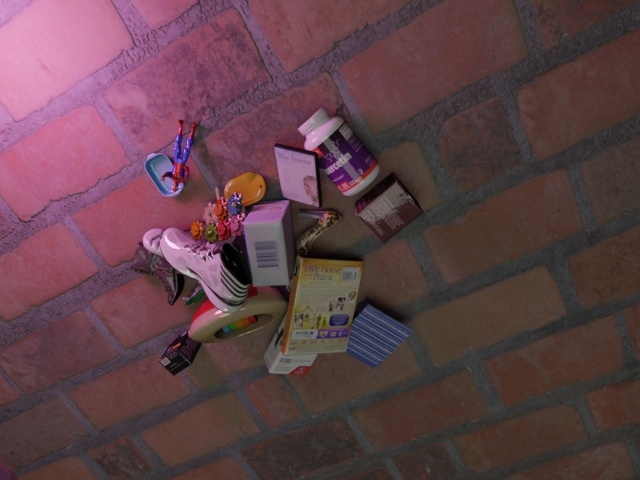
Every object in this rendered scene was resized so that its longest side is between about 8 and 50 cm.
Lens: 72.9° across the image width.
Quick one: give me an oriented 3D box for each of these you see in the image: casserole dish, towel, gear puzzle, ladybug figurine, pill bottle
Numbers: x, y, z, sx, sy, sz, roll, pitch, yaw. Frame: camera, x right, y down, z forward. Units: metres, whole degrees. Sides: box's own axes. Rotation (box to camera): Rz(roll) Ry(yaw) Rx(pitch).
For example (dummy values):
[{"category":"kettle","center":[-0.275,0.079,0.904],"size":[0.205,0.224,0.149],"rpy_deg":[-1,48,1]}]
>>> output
[{"category":"casserole dish","center":[-0.636,-0.271,1.776],"size":[0.114,0.037,0.188],"rpy_deg":[-25,109,12]},{"category":"towel","center":[0.231,0.436,1.960],"size":[0.243,0.040,0.336],"rpy_deg":[30,128,-6]},{"category":"gear puzzle","center":[-0.426,-0.078,1.737],"size":[0.338,0.044,0.176],"rpy_deg":[-14,82,37]},{"category":"ladybug figurine","center":[-0.363,0.309,1.878],"size":[0.449,0.162,0.305],"rpy_deg":[-19,153,-6]},{"category":"pill bottle","center":[0.066,-0.335,1.632],"size":[0.181,0.181,0.323],"rpy_deg":[-38,105,16]}]

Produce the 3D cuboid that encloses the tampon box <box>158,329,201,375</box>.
[{"category":"tampon box","center":[-0.652,0.523,2.024],"size":[0.120,0.161,0.101],"rpy_deg":[-35,105,14]}]

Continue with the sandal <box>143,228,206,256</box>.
[{"category":"sandal","center":[-0.553,0.078,1.852],"size":[0.416,0.169,0.102],"rpy_deg":[29,129,-4]}]

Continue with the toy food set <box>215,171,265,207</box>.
[{"category":"toy food set","center":[-0.318,-0.194,1.778],"size":[0.217,0.071,0.128],"rpy_deg":[-21,85,9]}]

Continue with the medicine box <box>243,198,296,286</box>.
[{"category":"medicine box","center":[-0.191,0.001,1.722],"size":[0.149,0.289,0.264],"rpy_deg":[-4,111,4]}]

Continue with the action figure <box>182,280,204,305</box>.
[{"category":"action figure","center":[-0.505,0.194,1.922],"size":[0.232,0.137,0.063],"rpy_deg":[-40,92,8]}]

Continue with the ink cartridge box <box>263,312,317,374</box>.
[{"category":"ink cartridge box","center":[-0.107,0.469,1.960],"size":[0.197,0.114,0.273],"rpy_deg":[15,115,-32]}]

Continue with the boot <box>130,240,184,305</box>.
[{"category":"boot","center":[-0.727,0.147,1.925],"size":[0.228,0.091,0.263],"rpy_deg":[12,102,-1]}]

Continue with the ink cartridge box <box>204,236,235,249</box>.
[{"category":"ink cartridge box","center":[-0.410,-0.013,1.835],"size":[0.090,0.092,0.143],"rpy_deg":[32,109,-8]}]

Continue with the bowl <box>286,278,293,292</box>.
[{"category":"bowl","center":[-0.061,0.200,1.921],"size":[0.142,0.053,0.142],"rpy_deg":[-42,104,16]}]

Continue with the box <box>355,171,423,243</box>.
[{"category":"box","center":[0.266,-0.129,1.710],"size":[0.203,0.167,0.168],"rpy_deg":[-39,104,16]}]

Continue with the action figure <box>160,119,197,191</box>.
[{"category":"action figure","center":[-0.548,-0.317,1.678],"size":[0.091,0.139,0.280],"rpy_deg":[12,106,-12]}]

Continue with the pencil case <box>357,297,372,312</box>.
[{"category":"pencil case","center":[0.236,0.336,1.952],"size":[0.152,0.064,0.070],"rpy_deg":[47,69,-13]}]

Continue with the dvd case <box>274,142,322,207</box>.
[{"category":"dvd case","center":[-0.083,-0.247,1.674],"size":[0.180,0.022,0.253],"rpy_deg":[18,139,23]}]

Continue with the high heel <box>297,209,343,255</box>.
[{"category":"high heel","center":[0.000,0.000,1.813],"size":[0.186,0.093,0.261],"rpy_deg":[3,103,9]}]

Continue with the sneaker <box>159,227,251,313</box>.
[{"category":"sneaker","center":[-0.426,0.049,1.675],"size":[0.447,0.169,0.257],"rpy_deg":[41,128,12]}]

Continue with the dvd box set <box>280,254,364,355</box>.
[{"category":"dvd box set","center":[0.009,0.273,1.825],"size":[0.307,0.062,0.421],"rpy_deg":[4,101,-30]}]
